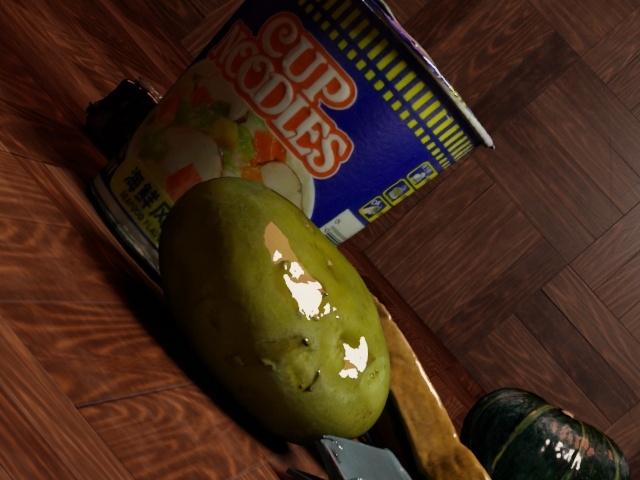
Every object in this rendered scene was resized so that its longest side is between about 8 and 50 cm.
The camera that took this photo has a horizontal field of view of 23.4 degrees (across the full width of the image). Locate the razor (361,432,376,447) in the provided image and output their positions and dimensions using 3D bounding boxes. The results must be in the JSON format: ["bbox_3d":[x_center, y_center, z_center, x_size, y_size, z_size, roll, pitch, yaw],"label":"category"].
[{"bbox_3d":[0.107,0.258,1.653,0.253,0.042,0.082,48,5,10],"label":"razor"}]

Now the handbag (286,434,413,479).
[{"bbox_3d":[0.074,0.264,1.234,0.229,0.062,0.179,51,9,25],"label":"handbag"}]

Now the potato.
[{"bbox_3d":[-0.041,0.064,1.293,0.253,0.148,0.186,55,24,-5],"label":"potato"}]

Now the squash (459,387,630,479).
[{"bbox_3d":[0.314,0.316,2.187,0.252,0.165,0.252,30,1,-1],"label":"squash"}]

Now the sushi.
[{"bbox_3d":[-0.200,-0.123,1.685,0.094,0.084,0.098,52,9,0],"label":"sushi"}]

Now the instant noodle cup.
[{"bbox_3d":[-0.041,-0.088,1.465,0.284,0.312,0.284,48,3,-4],"label":"instant noodle cup"}]

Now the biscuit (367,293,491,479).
[{"bbox_3d":[0.098,0.210,1.447,0.344,0.057,0.287,65,-8,-25],"label":"biscuit"}]
